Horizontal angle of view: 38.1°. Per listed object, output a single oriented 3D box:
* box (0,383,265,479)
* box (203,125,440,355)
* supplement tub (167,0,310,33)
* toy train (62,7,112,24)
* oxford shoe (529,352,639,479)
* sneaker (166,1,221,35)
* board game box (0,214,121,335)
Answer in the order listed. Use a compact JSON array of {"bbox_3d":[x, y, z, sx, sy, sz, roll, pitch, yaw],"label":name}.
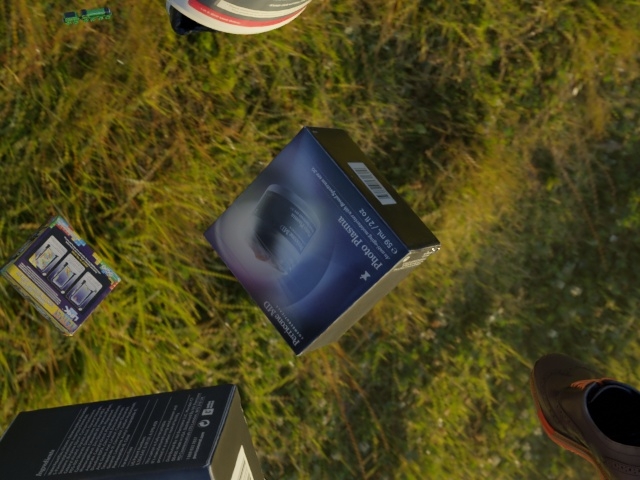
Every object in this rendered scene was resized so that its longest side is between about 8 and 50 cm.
[{"bbox_3d":[-0.301,0.429,1.490,0.396,0.212,0.293,-9,115,11],"label":"box"},{"bbox_3d":[0.000,0.000,1.683,0.294,0.296,0.183,-45,165,22],"label":"box"},{"bbox_3d":[-0.031,-0.307,0.754,0.191,0.272,0.191,9,71,-27],"label":"supplement tub"},{"bbox_3d":[-0.394,-0.381,1.563,0.083,0.023,0.017,-14,74,-18],"label":"toy train"},{"bbox_3d":[0.281,0.165,0.912,0.097,0.271,0.098,-18,113,-8],"label":"oxford shoe"},{"bbox_3d":[-0.153,-0.399,1.554,0.234,0.106,0.078,-17,129,12],"label":"sneaker"},{"bbox_3d":[-0.464,0.063,1.655,0.141,0.048,0.170,-51,118,-25],"label":"board game box"}]
